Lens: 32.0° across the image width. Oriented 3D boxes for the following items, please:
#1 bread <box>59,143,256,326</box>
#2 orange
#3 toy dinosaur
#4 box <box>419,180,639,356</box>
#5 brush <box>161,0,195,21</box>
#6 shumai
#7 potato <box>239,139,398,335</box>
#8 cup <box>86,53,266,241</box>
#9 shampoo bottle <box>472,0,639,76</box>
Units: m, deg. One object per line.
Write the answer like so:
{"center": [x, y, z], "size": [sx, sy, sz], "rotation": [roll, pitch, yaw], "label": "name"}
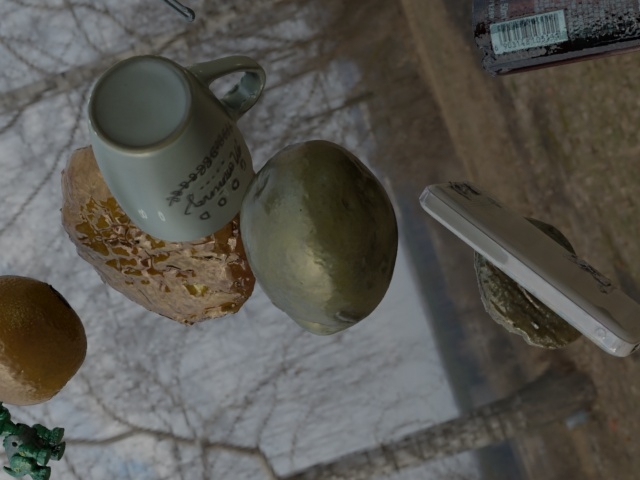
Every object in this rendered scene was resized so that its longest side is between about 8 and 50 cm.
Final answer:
{"center": [-0.271, -0.030, 1.977], "size": [0.215, 0.398, 0.398], "rotation": [-60, -40, -42], "label": "bread"}
{"center": [-0.515, 0.169, 1.893], "size": [0.236, 0.236, 0.236], "rotation": [-19, -90, -86], "label": "orange"}
{"center": [-0.347, 0.234, 1.279], "size": [0.059, 0.096, 0.132], "rotation": [-64, -7, -45], "label": "toy dinosaur"}
{"center": [0.244, 0.024, 1.246], "size": [0.285, 0.044, 0.142], "rotation": [40, -159, 21], "label": "box"}
{"center": [-0.254, -0.366, 1.608], "size": [0.266, 0.027, 0.062], "rotation": [40, 161, 43], "label": "brush"}
{"center": [0.310, 0.065, 1.663], "size": [0.209, 0.161, 0.153], "rotation": [51, 177, 9], "label": "shumai"}
{"center": [0.000, 0.000, 1.120], "size": [0.235, 0.160, 0.177], "rotation": [73, -150, -50], "label": "potato"}
{"center": [-0.171, -0.150, 1.409], "size": [0.186, 0.258, 0.234], "rotation": [38, 168, 17], "label": "cup"}
{"center": [0.334, -0.276, 1.293], "size": [0.084, 0.323, 0.129], "rotation": [1, -96, -51], "label": "shampoo bottle"}
